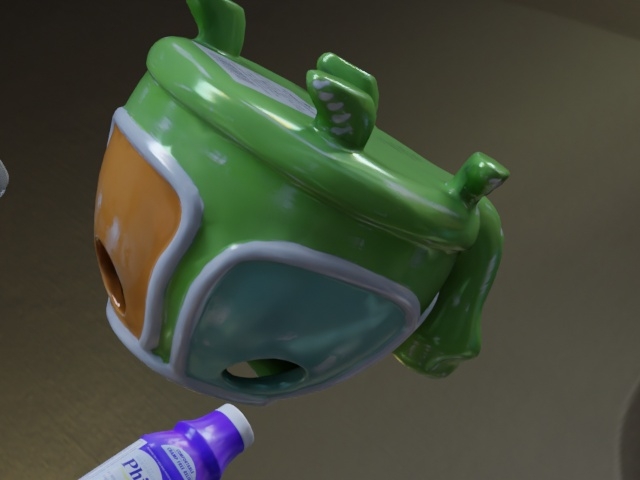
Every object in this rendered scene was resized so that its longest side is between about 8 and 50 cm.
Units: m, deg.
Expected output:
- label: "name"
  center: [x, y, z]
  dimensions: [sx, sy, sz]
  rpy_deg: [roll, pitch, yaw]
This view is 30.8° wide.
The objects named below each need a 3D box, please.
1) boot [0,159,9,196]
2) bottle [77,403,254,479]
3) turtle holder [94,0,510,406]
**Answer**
- label: "boot"
  center: [-0.376, -0.060, 1.027]
  dimensions: [0.076, 0.208, 0.189]
  rpy_deg: [-37, -65, 24]
- label: "bottle"
  center: [-0.212, 0.311, 1.495]
  dimensions: [0.282, 0.092, 0.118]
  rpy_deg: [-31, -94, -31]
- label: "turtle holder"
  center: [-0.017, -0.010, 0.819]
  dimensions: [0.227, 0.243, 0.320]
  rpy_deg: [-60, -26, 11]
